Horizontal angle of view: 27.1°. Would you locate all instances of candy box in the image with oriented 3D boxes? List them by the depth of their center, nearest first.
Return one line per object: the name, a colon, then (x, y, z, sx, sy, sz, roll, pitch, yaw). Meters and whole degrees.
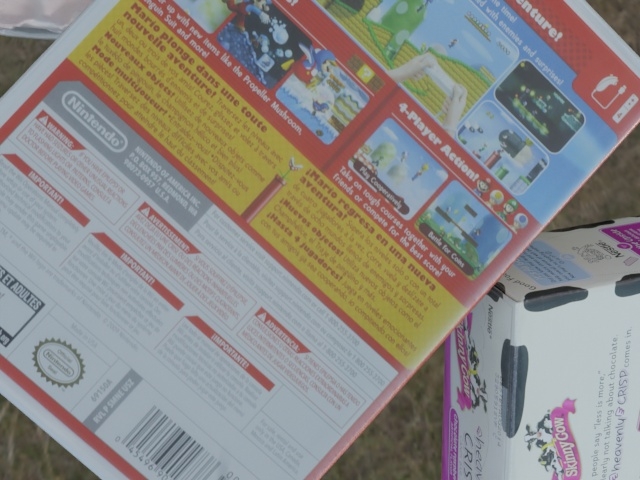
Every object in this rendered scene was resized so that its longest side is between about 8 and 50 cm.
candy box: (0.179, 0.068, 0.670, 0.234, 0.071, 0.159, -9, 114, -21)

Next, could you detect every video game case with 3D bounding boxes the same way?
video game case: (-0.018, -0.029, 0.553, 0.204, 0.025, 0.285, 43, 86, -11)

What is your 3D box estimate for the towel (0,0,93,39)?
towel: (-0.024, -0.253, 0.707, 0.332, 0.053, 0.316, 3, 92, -27)
